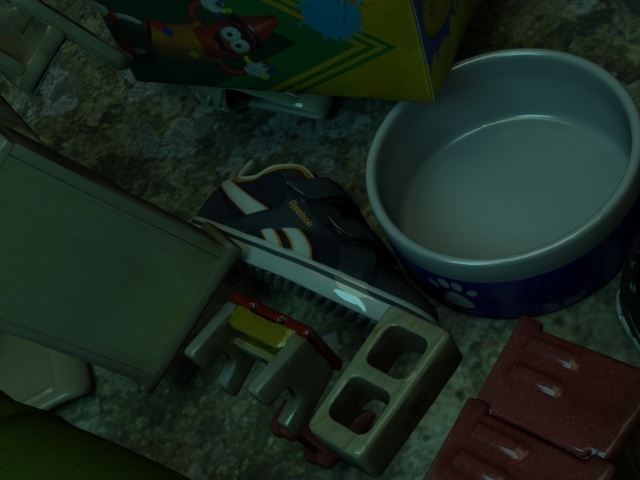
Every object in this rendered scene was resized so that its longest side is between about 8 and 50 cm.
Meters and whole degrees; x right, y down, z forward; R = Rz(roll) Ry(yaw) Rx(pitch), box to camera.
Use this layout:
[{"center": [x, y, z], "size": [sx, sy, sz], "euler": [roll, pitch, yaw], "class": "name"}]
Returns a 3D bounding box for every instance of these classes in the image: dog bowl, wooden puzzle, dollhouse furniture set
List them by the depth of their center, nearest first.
[{"center": [0.096, 0.146, 0.766], "size": [0.374, 0.201, 0.152], "euler": [22, 67, 41], "class": "dollhouse furniture set"}, {"center": [0.184, -0.059, 0.929], "size": [0.265, 0.104, 0.265], "euler": [-12, 52, 16], "class": "dog bowl"}, {"center": [-0.299, -0.042, 0.994], "size": [0.362, 0.256, 0.394], "euler": [-58, 37, 3], "class": "dollhouse furniture set"}, {"center": [-0.385, 0.142, 1.076], "size": [0.239, 0.044, 0.221], "euler": [-25, 49, -1], "class": "wooden puzzle"}]

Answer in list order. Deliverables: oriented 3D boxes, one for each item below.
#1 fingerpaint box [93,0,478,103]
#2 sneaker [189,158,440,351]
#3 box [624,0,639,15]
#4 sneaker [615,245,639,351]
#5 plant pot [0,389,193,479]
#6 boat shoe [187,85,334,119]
[{"center": [0.011, -0.370, 1.074], "size": [0.371, 0.163, 0.445], "euler": [8, 54, 24], "class": "fingerpaint box"}, {"center": [0.000, 0.000, 0.947], "size": [0.321, 0.126, 0.127], "euler": [24, 78, 36], "class": "sneaker"}, {"center": [0.433, -0.322, 1.012], "size": [0.203, 0.103, 0.114], "euler": [-29, 49, 2], "class": "box"}, {"center": [0.305, 0.095, 0.762], "size": [0.078, 0.106, 0.234], "euler": [-26, 50, 5], "class": "sneaker"}, {"center": [-0.153, 0.313, 0.678], "size": [0.353, 0.366, 0.366], "euler": [9, 59, 15], "class": "plant pot"}, {"center": [-0.113, -0.208, 1.168], "size": [0.302, 0.109, 0.094], "euler": [9, 82, 30], "class": "boat shoe"}]
